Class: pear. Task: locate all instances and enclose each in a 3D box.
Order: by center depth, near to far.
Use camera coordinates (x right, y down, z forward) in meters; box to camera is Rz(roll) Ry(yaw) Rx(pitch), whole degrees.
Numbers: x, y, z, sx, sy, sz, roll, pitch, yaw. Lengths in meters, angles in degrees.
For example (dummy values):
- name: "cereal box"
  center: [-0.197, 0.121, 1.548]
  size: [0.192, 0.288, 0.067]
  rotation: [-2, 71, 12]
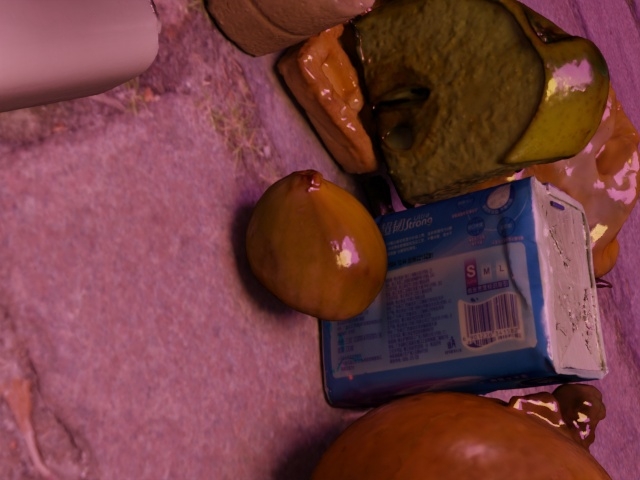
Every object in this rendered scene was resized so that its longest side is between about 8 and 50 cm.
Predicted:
- name: "pear"
  center: [0.185, -0.184, 1.067]
  size: [0.164, 0.255, 0.238]
  rotation: [-4, 76, -53]

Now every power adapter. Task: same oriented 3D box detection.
- name: "power adapter"
  center: [-0.258, -0.182, 0.674]
  size: [0.255, 0.124, 0.187]
  rotation: [-27, 98, -53]

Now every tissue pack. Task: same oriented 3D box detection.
- name: "tissue pack"
  center: [0.142, 0.065, 1.000]
  size: [0.146, 0.264, 0.198]
  rotation: [18, 63, -50]

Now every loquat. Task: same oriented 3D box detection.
- name: "loquat"
  center: [0.148, 0.273, 0.872]
  size: [0.359, 0.328, 0.328]
  rotation: [-51, 123, -17]

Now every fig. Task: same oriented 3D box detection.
- name: "fig"
  center: [-0.004, 0.010, 0.943]
  size: [0.153, 0.121, 0.136]
  rotation: [40, 25, -16]

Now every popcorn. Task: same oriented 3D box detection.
- name: "popcorn"
  center: [0.280, -0.093, 1.291]
  size: [0.298, 0.281, 0.315]
  rotation: [-9, 116, -19]

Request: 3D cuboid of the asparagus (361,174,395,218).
- name: "asparagus"
  center: [0.088, 0.001, 1.154]
  size: [0.036, 0.030, 0.165]
  rotation: [-14, 87, -79]

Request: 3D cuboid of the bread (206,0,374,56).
- name: "bread"
  center: [-0.035, -0.285, 0.998]
  size: [0.134, 0.141, 0.148]
  rotation: [-14, 88, -56]

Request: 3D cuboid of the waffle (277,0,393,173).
- name: "waffle"
  center: [0.044, -0.219, 1.153]
  size: [0.168, 0.057, 0.274]
  rotation: [52, 41, -28]
